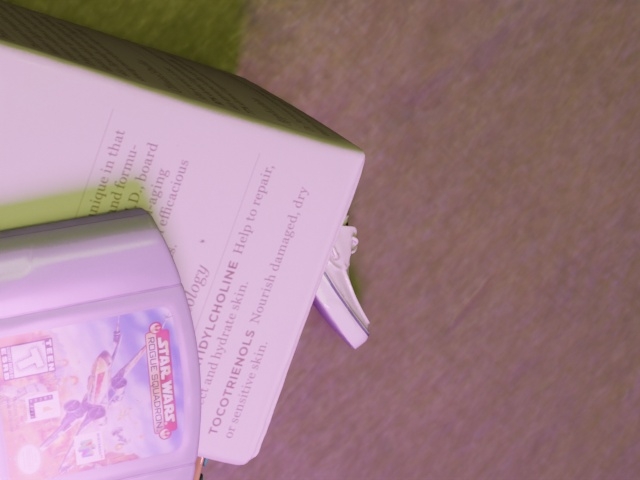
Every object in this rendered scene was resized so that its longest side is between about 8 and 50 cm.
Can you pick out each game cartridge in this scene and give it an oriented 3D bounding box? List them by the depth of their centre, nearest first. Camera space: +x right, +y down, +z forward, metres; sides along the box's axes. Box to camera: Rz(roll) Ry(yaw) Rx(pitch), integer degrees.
[{"bbox_3d":[-0.204,0.125,1.478,0.198,0.062,0.297,-9,112,-15],"label":"game cartridge"}]

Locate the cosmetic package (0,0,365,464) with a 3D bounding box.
[{"bbox_3d":[-0.236,-0.026,1.628,0.394,0.329,0.327,15,101,-27],"label":"cosmetic package"}]

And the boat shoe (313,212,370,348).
[{"bbox_3d":[0.000,0.000,1.871,0.084,0.095,0.258,-33,110,-6],"label":"boat shoe"}]

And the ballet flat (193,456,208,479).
[{"bbox_3d":[-0.154,0.244,1.876,0.073,0.080,0.232,14,94,-6],"label":"ballet flat"}]
